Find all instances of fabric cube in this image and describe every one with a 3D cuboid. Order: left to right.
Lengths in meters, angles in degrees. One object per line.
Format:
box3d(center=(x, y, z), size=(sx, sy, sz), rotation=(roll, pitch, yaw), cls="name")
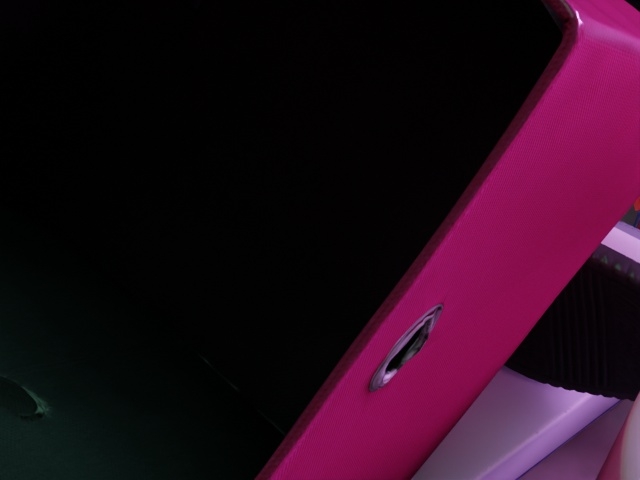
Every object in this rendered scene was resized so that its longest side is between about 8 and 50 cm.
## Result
box3d(center=(-0.038, -0.043, 0.692), size=(0.259, 0.254, 0.258), rotation=(41, 14, 17), cls="fabric cube")

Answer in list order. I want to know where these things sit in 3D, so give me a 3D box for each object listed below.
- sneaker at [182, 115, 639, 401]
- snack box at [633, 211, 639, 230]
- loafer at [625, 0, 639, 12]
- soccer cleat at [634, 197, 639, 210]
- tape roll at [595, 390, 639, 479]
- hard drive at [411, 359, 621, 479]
box3d(center=(0.082, -0.046, 0.898), size=(0.295, 0.124, 0.178), rotation=(24, 55, 10), cls="sneaker")
box3d(center=(0.293, -0.029, 1.031), size=(0.207, 0.070, 0.174), rotation=(22, 46, 5), cls="snack box")
box3d(center=(0.136, -0.165, 1.116), size=(0.223, 0.076, 0.078), rotation=(12, 36, -9), cls="loafer")
box3d(center=(0.228, 0.030, 0.939), size=(0.076, 0.068, 0.196), rotation=(-21, 77, -42), cls="soccer cleat")
box3d(center=(0.212, 0.168, 0.744), size=(0.246, 0.169, 0.246), rotation=(8, 44, -8), cls="tape roll")
box3d(center=(0.000, 0.000, 0.941), size=(0.210, 0.040, 0.318), rotation=(-30, 60, -36), cls="hard drive")
